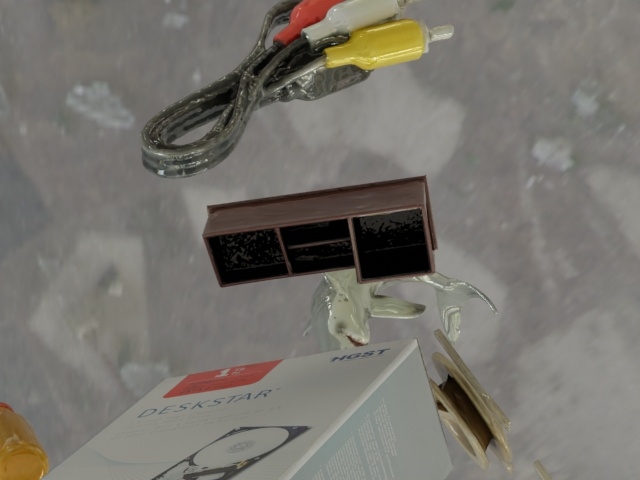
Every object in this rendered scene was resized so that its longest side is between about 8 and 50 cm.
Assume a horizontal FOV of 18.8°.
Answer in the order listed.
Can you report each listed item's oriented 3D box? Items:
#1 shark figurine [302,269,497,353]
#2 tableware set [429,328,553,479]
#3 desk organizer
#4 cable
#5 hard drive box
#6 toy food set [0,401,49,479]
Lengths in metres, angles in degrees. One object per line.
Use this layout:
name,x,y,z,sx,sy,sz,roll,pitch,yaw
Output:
shark figurine,0.040,0.063,1.888,0.166,0.116,0.278,50,31,14
tableware set,0.118,0.157,1.246,0.039,0.128,0.194,-34,68,-6
desk organizer,0.000,0.000,1.104,0.130,0.050,0.047,-8,108,6
cable,-0.040,-0.139,1.465,0.287,0.072,0.139,-25,45,-37
hard drive box,-0.051,0.145,1.077,0.181,0.232,0.089,-11,102,24
toy food set,-0.277,0.228,1.376,0.111,0.104,0.232,13,102,-21
